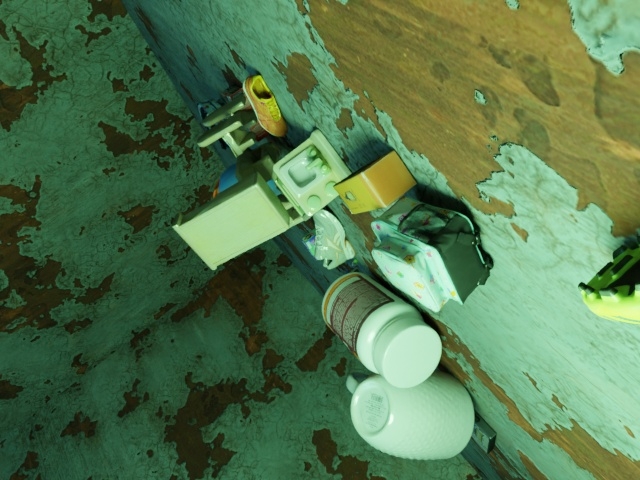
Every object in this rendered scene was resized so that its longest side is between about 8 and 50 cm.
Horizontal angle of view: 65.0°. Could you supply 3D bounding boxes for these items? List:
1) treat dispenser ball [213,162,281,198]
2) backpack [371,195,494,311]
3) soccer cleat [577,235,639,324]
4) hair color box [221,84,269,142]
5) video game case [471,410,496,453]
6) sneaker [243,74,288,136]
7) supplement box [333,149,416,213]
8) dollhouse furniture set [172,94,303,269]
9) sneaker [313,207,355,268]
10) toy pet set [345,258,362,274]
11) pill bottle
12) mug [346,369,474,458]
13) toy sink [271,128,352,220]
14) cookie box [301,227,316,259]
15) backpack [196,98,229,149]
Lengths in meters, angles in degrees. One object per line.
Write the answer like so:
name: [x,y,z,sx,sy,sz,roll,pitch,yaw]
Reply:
treat dispenser ball: [-0.248,-0.150,1.841,0.288,0.288,0.288,50,171,11]
backpack: [0.171,0.016,0.854,0.166,0.144,0.188,52,176,-36]
soccer cleat: [0.321,0.054,0.400,0.121,0.093,0.289,45,172,0]
hair color box: [-0.233,-0.395,1.560,0.093,0.053,0.167,40,164,56]
video game case: [0.531,0.642,1.828,0.248,0.035,0.275,46,170,34]
sneaker: [-0.135,-0.336,1.275,0.067,0.064,0.175,21,152,54]
supplement box: [0.096,-0.105,0.963,0.078,0.080,0.233,54,169,-7]
dollhouse furniture set: [-0.236,-0.142,1.441,0.362,0.256,0.394,55,-163,-32]
sneaker: [0.019,0.000,1.616,0.099,0.121,0.262,41,165,49]
toy pet set: [0.112,0.116,1.781,0.122,0.065,0.114,51,171,8]
pill bottle: [0.175,0.261,1.515,0.224,0.224,0.392,56,171,-26]
mug: [0.236,0.514,1.581,0.328,0.276,0.374,19,-179,-38]
toy sink: [-0.028,-0.149,1.233,0.153,0.131,0.234,52,171,-3]
cookie box: [0.000,0.000,1.756,0.040,0.107,0.092,38,164,53]
backpack: [-0.372,-0.448,1.843,0.158,0.116,0.173,49,171,23]
